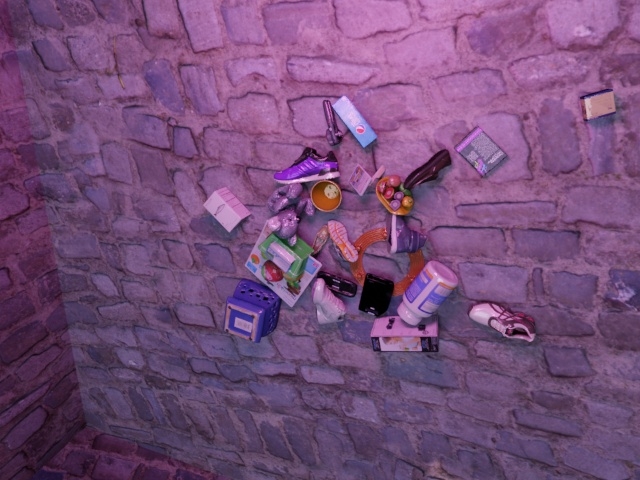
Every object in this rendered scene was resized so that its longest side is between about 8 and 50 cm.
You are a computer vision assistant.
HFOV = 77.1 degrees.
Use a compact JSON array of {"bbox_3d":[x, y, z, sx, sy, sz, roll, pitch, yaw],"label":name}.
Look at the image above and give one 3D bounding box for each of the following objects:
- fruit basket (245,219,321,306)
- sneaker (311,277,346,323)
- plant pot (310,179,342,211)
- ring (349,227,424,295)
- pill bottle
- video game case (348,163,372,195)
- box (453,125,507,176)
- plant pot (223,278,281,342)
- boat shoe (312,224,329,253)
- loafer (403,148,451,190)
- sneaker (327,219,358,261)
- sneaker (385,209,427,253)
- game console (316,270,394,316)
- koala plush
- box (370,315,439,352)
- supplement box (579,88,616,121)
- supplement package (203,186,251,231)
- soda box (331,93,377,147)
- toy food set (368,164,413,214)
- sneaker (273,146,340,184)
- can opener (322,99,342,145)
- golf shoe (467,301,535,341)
[{"bbox_3d":[-0.195,0.121,1.889,0.327,0.165,0.353,41,125,8],"label":"fruit basket"},{"bbox_3d":[0.043,0.281,1.887,0.152,0.114,0.305,-1,136,12],"label":"sneaker"},{"bbox_3d":[0.037,-0.202,1.730,0.134,0.095,0.134,6,112,17],"label":"plant pot"},{"bbox_3d":[0.291,0.104,1.799,0.337,0.032,0.336,7,113,16],"label":"ring"},{"bbox_3d":[0.451,0.232,1.728,0.152,0.152,0.272,34,117,4],"label":"pill bottle"},{"bbox_3d":[0.164,-0.253,1.668,0.011,0.122,0.087,10,122,-33],"label":"video game case"},{"bbox_3d":[0.608,-0.338,1.527,0.162,0.029,0.116,45,118,-1],"label":"box"},{"bbox_3d":[-0.349,0.363,2.009,0.236,0.212,0.235,18,114,11],"label":"plant pot"},{"bbox_3d":[-0.002,-0.001,1.846,0.056,0.048,0.153,33,117,4],"label":"boat shoe"},{"bbox_3d":[0.423,-0.260,1.566,0.220,0.080,0.078,-38,104,8],"label":"loafer"},{"bbox_3d":[0.084,0.009,1.808,0.083,0.084,0.214,-29,88,59],"label":"sneaker"},{"bbox_3d":[0.363,-0.055,1.687,0.164,0.086,0.226,1,83,-7],"label":"sneaker"},{"bbox_3d":[0.151,0.219,1.863,0.362,0.044,0.213,18,128,14],"label":"game console"},{"bbox_3d":[-0.145,-0.098,1.734,0.204,0.221,0.196,-11,147,27],"label":"koala plush"},{"bbox_3d":[0.384,0.420,1.815,0.290,0.169,0.087,-5,111,18],"label":"box"},{"bbox_3d":[0.936,-0.457,1.356,0.083,0.056,0.083,-13,105,22],"label":"supplement box"},{"bbox_3d":[-0.441,-0.148,1.903,0.179,0.105,0.105,46,117,-2],"label":"supplement package"},{"bbox_3d":[0.136,-0.472,1.601,0.071,0.067,0.210,-38,95,10],"label":"soda box"},{"bbox_3d":[0.298,-0.201,1.622,0.128,0.071,0.218,-43,92,-17],"label":"toy food set"},{"bbox_3d":[-0.064,-0.325,1.722,0.294,0.102,0.146,-5,104,15],"label":"sneaker"},{"bbox_3d":[0.043,-0.481,1.642,0.073,0.059,0.186,-8,108,21],"label":"can opener"},{"bbox_3d":[0.761,0.340,1.686,0.273,0.120,0.105,13,115,15],"label":"golf shoe"}]
